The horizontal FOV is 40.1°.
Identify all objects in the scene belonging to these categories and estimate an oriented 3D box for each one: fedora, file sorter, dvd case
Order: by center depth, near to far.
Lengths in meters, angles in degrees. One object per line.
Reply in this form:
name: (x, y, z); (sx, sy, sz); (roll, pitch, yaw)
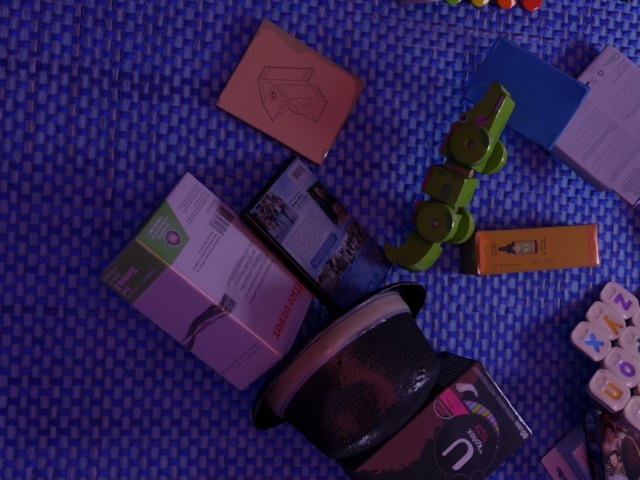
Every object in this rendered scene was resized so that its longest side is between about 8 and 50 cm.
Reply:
fedora: (0.065, 0.214, 1.315); (0.334, 0.334, 0.152); (-38, 68, -12)
dvd case: (0.000, 0.000, 1.402); (0.253, 0.022, 0.180); (47, 43, -11)
file sorter: (0.347, -0.253, 1.464); (0.170, 0.104, 0.118); (33, 115, 7)

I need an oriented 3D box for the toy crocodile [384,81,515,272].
toy crocodile: (0.216, -0.098, 1.426); (0.105, 0.115, 0.341); (29, 103, 25)

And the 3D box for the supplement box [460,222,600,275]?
supplement box: (0.363, 0.015, 1.522); (0.233, 0.080, 0.078); (-3, 90, -16)

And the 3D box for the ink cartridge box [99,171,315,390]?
ink cartridge box: (-0.159, 0.060, 1.312); (0.273, 0.198, 0.114); (41, 124, -11)

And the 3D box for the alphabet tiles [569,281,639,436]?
alphabet tiles: (0.582, 0.209, 1.537); (0.278, 0.021, 0.284); (38, 58, 12)

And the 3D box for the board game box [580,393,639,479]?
board game box: (0.580, 0.347, 1.533); (0.243, 0.042, 0.165); (-10, 91, -19)

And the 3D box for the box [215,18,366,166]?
box: (-0.048, -0.241, 1.440); (0.201, 0.021, 0.165); (30, 83, -14)

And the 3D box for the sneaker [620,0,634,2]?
sneaker: (0.527, -0.507, 1.581); (0.162, 0.063, 0.073); (44, 62, -15)

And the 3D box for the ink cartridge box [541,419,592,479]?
ink cartridge box: (0.497, 0.378, 1.564); (0.181, 0.061, 0.104); (-38, 99, -12)

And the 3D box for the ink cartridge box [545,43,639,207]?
ink cartridge box: (0.523, -0.199, 1.542); (0.224, 0.045, 0.223); (42, 80, 11)

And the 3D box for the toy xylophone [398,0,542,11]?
toy xylophone: (0.278, -0.508, 1.478); (0.322, 0.081, 0.236); (-5, 104, -16)

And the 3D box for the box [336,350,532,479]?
box: (0.180, 0.333, 1.439); (0.270, 0.143, 0.165); (-40, 99, -11)
